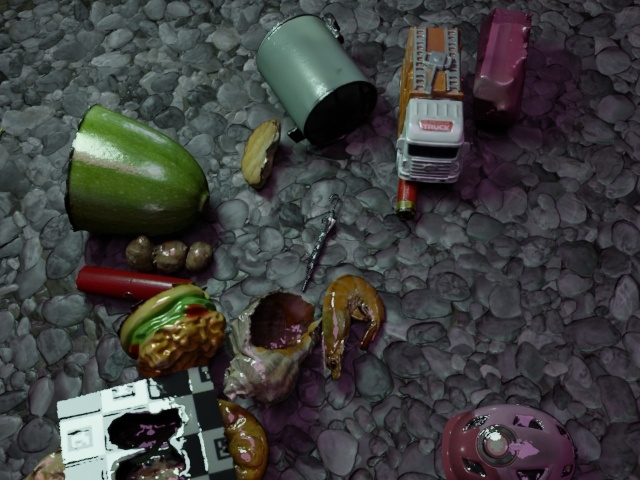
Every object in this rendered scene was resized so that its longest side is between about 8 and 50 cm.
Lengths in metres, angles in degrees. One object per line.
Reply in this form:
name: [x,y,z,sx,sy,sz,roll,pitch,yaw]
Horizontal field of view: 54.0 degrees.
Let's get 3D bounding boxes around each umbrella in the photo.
umbrella: [0.005,0.000,1.524,0.044,0.044,0.269,1,63,35]

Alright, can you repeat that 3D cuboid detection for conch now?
conch: [-0.118,0.236,1.359,0.210,0.158,0.291,57,39,-4]

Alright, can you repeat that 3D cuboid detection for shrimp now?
shrimp: [0.062,0.194,1.407,0.150,0.068,0.249,22,68,-8]

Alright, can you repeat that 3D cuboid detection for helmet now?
helmet: [0.378,0.417,1.243,0.253,0.154,0.199,4,66,1]

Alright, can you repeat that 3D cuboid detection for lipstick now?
lipstick: [-0.433,0.109,1.487,0.279,0.073,0.073,7,66,9]

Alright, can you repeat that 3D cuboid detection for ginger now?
ginger: [-0.358,0.036,1.499,0.203,0.104,0.080,5,49,-12]

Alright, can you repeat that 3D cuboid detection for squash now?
squash: [-0.415,-0.151,1.512,0.308,0.310,0.311,9,65,-8]

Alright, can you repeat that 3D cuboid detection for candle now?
candle: [0.215,-0.118,1.556,0.051,0.052,0.131,4,65,6]

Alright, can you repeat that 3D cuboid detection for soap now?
soap: [0.462,-0.436,1.602,0.127,0.220,0.325,6,66,16]

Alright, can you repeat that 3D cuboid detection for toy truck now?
toy truck: [0.276,-0.342,1.551,0.173,0.207,0.388,3,58,4]

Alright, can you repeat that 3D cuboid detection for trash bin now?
trash bin: [-0.014,-0.412,1.618,0.277,0.217,0.263,-37,66,7]

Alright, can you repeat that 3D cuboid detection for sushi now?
sushi: [-0.310,0.443,1.168,0.296,0.100,0.373,-11,48,-19]

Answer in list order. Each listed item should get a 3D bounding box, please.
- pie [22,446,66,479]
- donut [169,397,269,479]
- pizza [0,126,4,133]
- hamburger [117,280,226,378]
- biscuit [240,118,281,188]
pie: [-0.505,0.553,1.292,0.273,0.055,0.275,-2,64,4]
donut: [-0.212,0.438,1.292,0.226,0.114,0.227,-2,65,4]
pizza: [-0.932,-0.269,1.725,0.122,0.026,0.109,-7,67,-2]
hamburger: [-0.304,0.213,1.352,0.237,0.237,0.149,-34,67,-12]
biscuit: [-0.148,-0.221,1.609,0.118,0.061,0.183,7,80,48]
